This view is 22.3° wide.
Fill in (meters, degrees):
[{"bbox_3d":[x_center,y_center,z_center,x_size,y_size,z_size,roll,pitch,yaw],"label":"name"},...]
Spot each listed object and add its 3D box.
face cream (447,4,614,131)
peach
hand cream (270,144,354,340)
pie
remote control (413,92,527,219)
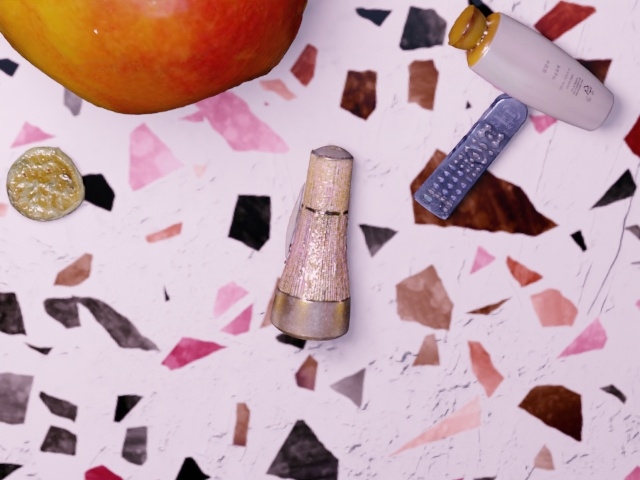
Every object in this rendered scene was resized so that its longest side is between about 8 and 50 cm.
[{"bbox_3d":[0.213,-0.174,1.646,0.182,0.051,0.072,29,75,-16],"label":"face cream"},{"bbox_3d":[-0.164,-0.277,1.457,0.308,0.308,0.332,-26,94,5],"label":"peach"},{"bbox_3d":[0.000,0.000,1.685,0.084,0.084,0.203,5,105,-8],"label":"hand cream"},{"bbox_3d":[-0.282,-0.058,1.661,0.084,0.021,0.084,-2,115,-5],"label":"pie"},{"bbox_3d":[0.160,-0.090,1.691,0.043,0.027,0.152,33,106,-22],"label":"remote control"}]
